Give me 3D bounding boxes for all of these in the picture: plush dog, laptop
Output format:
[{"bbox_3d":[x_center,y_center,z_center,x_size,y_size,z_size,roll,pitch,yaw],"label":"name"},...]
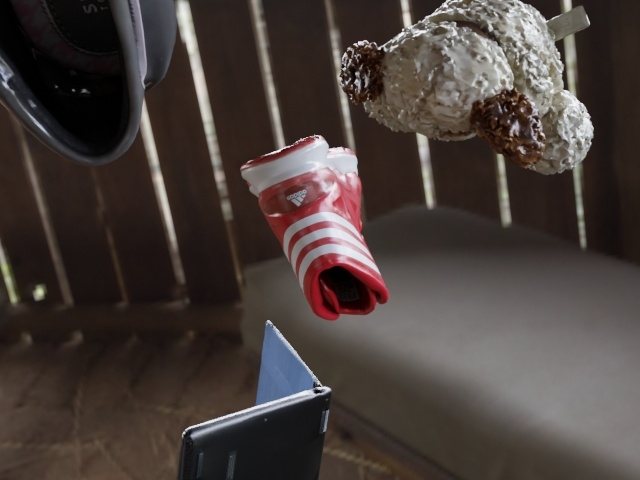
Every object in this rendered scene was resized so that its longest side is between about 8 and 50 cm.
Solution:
[{"bbox_3d":[0.148,-0.172,1.337,0.262,0.211,0.225,18,29,19],"label":"plush dog"},{"bbox_3d":[-0.135,0.344,1.694,0.236,0.382,0.408,17,16,35],"label":"laptop"}]

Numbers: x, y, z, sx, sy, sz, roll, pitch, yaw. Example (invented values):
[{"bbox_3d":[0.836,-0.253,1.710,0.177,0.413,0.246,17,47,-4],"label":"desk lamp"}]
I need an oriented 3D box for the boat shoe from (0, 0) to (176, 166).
[{"bbox_3d":[-0.136,-0.168,0.542,0.112,0.335,0.096,-12,49,8],"label":"boat shoe"}]

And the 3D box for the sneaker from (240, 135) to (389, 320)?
[{"bbox_3d":[0.000,0.000,0.974,0.087,0.128,0.221,-20,-4,11],"label":"sneaker"}]
